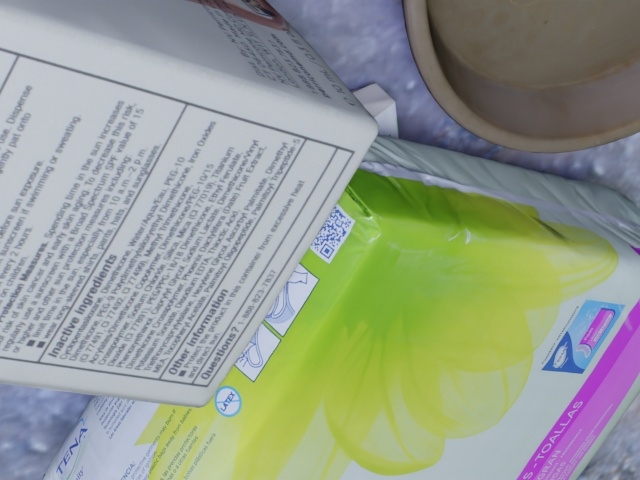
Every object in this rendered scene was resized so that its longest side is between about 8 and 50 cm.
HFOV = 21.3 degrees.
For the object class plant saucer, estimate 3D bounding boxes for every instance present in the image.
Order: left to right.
[{"bbox_3d":[0.150,-0.166,0.805,0.278,0.041,0.278,-21,136,-22],"label":"plant saucer"}]

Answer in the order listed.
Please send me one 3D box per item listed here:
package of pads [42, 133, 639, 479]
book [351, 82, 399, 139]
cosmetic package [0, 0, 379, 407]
[{"bbox_3d":[0.034,0.070,0.837,0.296,0.101,0.229,11,119,-48],"label":"package of pads"},{"bbox_3d":[0.000,0.000,0.842,0.096,0.035,0.144,-27,139,-17],"label":"book"},{"bbox_3d":[-0.144,-0.046,0.616,0.296,0.129,0.153,14,117,-45],"label":"cosmetic package"}]
